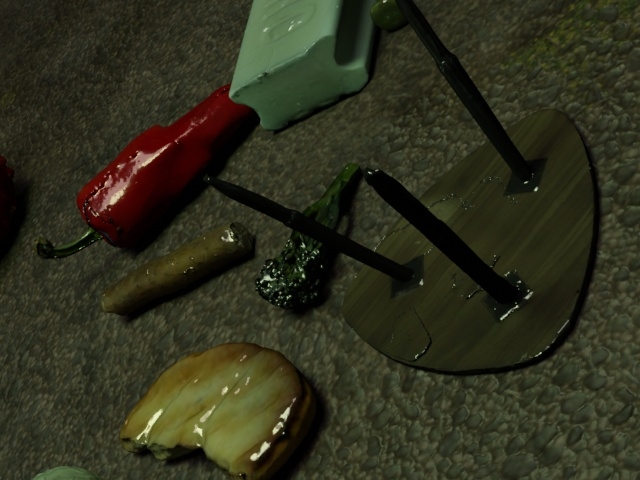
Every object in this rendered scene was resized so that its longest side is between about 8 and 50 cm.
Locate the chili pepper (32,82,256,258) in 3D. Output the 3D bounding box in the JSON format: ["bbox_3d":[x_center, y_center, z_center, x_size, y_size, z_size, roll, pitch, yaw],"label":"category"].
[{"bbox_3d":[-0.219,-0.093,1.833,0.387,0.110,0.110,-42,33,3],"label":"chili pepper"}]

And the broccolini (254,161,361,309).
[{"bbox_3d":[-0.015,-0.013,1.536,0.091,0.068,0.202,-37,29,55],"label":"broccolini"}]

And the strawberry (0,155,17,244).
[{"bbox_3d":[-0.609,-0.040,2.161,0.274,0.220,0.274,1,42,-1],"label":"strawberry"}]

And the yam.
[{"bbox_3d":[-0.181,0.040,1.698,0.241,0.057,0.056,-25,40,31],"label":"yam"}]

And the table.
[{"bbox_3d":[0.087,-0.046,1.273,0.317,0.249,0.317,-31,37,27],"label":"table"}]

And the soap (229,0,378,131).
[{"bbox_3d":[-0.011,-0.296,1.787,0.173,0.095,0.289,-22,42,35],"label":"soap"}]

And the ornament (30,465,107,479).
[{"bbox_3d":[-0.318,0.370,1.454,0.285,0.130,0.120,-54,20,-7],"label":"ornament"}]

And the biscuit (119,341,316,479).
[{"bbox_3d":[-0.109,0.181,1.470,0.299,0.045,0.154,5,62,53],"label":"biscuit"}]

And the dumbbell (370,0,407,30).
[{"bbox_3d":[0.092,-0.320,1.734,0.052,0.046,0.118,-31,36,36],"label":"dumbbell"}]
